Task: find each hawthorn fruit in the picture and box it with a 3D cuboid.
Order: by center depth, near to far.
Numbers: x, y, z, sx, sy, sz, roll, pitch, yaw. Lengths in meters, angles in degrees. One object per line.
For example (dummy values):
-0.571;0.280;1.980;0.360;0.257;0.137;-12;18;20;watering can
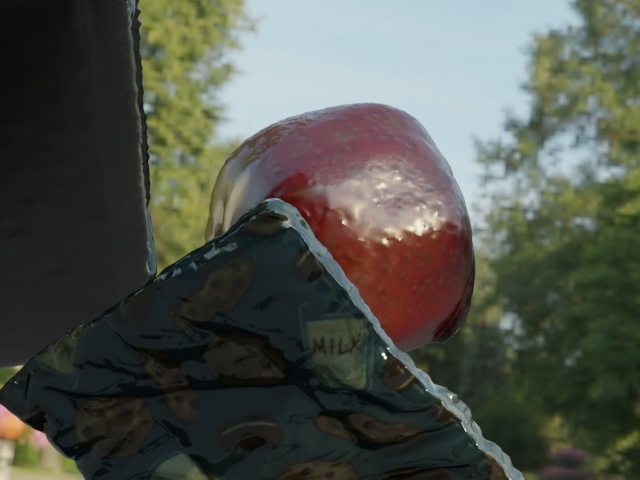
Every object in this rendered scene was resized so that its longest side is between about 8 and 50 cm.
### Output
0.000;0.000;1.262;0.249;0.215;0.215;-19;2;-21;hawthorn fruit

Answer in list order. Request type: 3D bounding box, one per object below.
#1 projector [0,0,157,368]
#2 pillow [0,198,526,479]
-0.302;-0.097;0.866;0.405;0.242;0.395;-8;-33;-8;projector
-0.011;0.115;0.763;0.189;0.034;0.255;-34;-70;25;pillow
